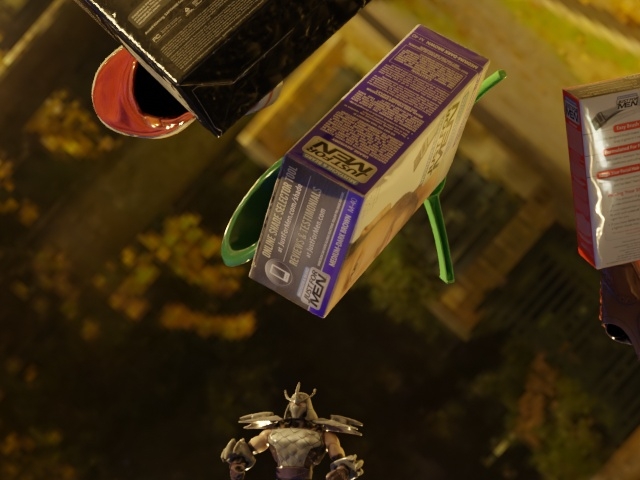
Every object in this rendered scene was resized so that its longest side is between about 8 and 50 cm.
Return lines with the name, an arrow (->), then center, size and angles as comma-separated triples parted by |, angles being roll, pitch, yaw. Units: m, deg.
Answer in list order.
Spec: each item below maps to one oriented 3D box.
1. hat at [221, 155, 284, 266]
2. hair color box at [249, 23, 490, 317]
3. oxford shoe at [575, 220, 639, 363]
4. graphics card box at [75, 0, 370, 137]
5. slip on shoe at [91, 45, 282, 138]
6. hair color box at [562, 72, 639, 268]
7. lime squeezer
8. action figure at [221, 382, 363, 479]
hat -> 0.000, 0.000, 2.126 | 0.183, 0.173, 0.208 | 40, -135, -22
hair color box -> 0.060, -0.085, 1.907 | 0.110, 0.185, 0.339 | 30, -138, 13
oxford shoe -> 0.355, 0.056, 1.985 | 0.097, 0.098, 0.271 | 38, -165, -38
graphics card box -> -0.124, -0.283, 1.599 | 0.371, 0.233, 0.094 | 43, 173, 41
slip on shoe -> -0.167, -0.171, 1.796 | 0.101, 0.123, 0.331 | -8, -175, -34
hair color box -> 0.285, -0.066, 1.583 | 0.053, 0.093, 0.167 | -124, 24, -68
lime squeezer -> 0.159, -0.101, 2.168 | 0.059, 0.310, 0.110 | -3, -146, -25
action figure -> -0.036, 0.323, 2.170 | 0.185, 0.285, 0.099 | 0, 166, 23
